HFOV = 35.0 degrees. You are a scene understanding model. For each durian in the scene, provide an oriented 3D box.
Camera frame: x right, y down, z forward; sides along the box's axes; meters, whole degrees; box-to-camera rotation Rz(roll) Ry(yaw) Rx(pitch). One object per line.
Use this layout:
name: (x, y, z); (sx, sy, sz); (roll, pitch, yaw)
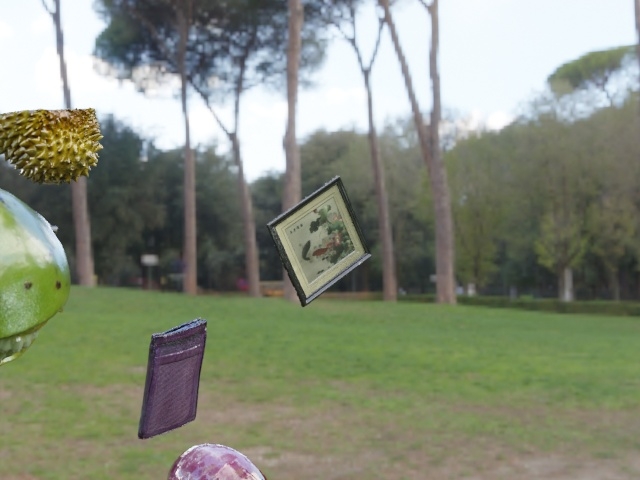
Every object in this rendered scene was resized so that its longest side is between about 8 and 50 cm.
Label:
durian: (-0.522, -0.170, 1.903); (0.183, 0.138, 0.249); (-4, 2, -39)

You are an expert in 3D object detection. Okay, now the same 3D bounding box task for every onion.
onion: (-0.160, 0.448, 1.732); (0.200, 0.208, 0.200); (-10, 1, 0)

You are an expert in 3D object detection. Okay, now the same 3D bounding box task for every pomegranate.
pomegranate: (-0.468, 0.055, 1.255); (0.260, 0.261, 0.340); (-3, 14, 31)

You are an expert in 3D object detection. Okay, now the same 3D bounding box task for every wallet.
wallet: (-0.210, 0.199, 1.454); (0.030, 0.166, 0.111); (19, 21, 28)

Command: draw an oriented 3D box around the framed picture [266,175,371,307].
framed picture: (0.000, 0.000, 2.023); (0.195, 0.199, 0.010); (-36, 26, -26)
